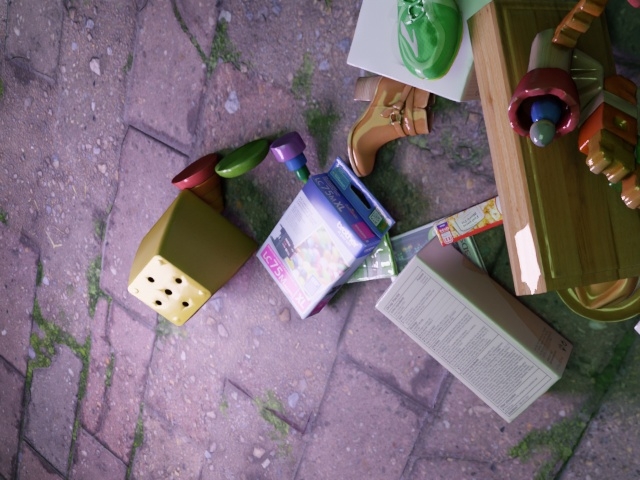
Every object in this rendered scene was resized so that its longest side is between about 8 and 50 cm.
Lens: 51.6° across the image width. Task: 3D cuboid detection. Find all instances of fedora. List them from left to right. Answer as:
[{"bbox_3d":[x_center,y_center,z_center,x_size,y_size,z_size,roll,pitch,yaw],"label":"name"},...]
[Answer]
[{"bbox_3d":[0.456,0.049,1.072,0.194,0.079,0.195,10,108,32],"label":"fedora"}]

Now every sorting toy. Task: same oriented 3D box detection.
[{"bbox_3d":[-0.162,-0.132,1.439,0.365,0.127,0.126,-10,120,37],"label":"sorting toy"}]

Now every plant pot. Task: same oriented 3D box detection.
[{"bbox_3d":[-0.301,0.056,1.467,0.212,0.187,0.212,39,125,-13],"label":"plant pot"}]

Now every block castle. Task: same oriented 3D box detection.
[{"bbox_3d":[0.480,-0.162,0.774,0.452,0.213,0.303,25,144,-6],"label":"block castle"}]

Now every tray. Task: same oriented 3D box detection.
[{"bbox_3d":[0.352,-0.140,0.965,0.076,0.202,0.411,157,105,-67],"label":"tray"}]

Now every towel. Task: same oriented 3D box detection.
[{"bbox_3d":[0.083,0.027,1.333,0.152,0.023,0.113,-10,97,47],"label":"towel"}]

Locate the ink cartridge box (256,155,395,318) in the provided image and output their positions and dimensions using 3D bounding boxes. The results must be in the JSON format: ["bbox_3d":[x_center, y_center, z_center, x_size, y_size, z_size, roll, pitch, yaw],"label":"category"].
[{"bbox_3d":[0.000,0.000,1.348,0.186,0.065,0.311,52,129,17],"label":"ink cartridge box"}]

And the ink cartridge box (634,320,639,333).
[{"bbox_3d":[0.560,0.111,0.990,0.092,0.143,0.090,49,141,13],"label":"ink cartridge box"}]

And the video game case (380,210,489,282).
[{"bbox_3d":[0.218,0.055,1.267,0.190,0.022,0.173,-22,89,36],"label":"video game case"}]

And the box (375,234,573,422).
[{"bbox_3d":[0.269,0.151,1.175,0.311,0.121,0.148,42,125,10],"label":"box"}]

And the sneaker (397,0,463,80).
[{"bbox_3d":[0.145,-0.385,0.970,0.109,0.123,0.296,7,106,32],"label":"sneaker"}]

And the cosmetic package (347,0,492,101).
[{"bbox_3d":[0.193,-0.374,1.099,0.224,0.138,0.225,27,116,26],"label":"cosmetic package"}]

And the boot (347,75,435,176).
[{"bbox_3d":[0.133,-0.205,1.228,0.152,0.073,0.197,12,111,27],"label":"boot"}]

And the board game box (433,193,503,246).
[{"bbox_3d":[0.304,-0.056,1.104,0.193,0.146,0.045,-25,88,36],"label":"board game box"}]
